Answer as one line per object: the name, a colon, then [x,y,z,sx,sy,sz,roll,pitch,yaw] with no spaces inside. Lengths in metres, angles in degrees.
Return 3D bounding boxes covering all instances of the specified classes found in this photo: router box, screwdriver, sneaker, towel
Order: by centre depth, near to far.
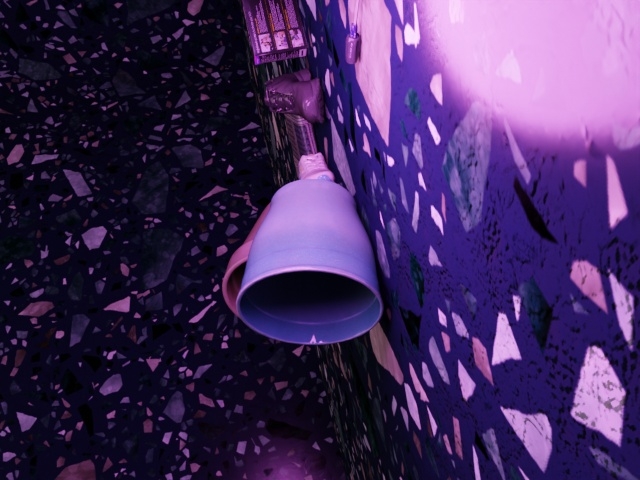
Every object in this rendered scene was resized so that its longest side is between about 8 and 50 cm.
screwdriver: [0.051,-0.336,0.901,0.025,0.024,0.170,41,153,27]
sneaker: [-0.065,-0.334,1.433,0.286,0.130,0.109,-119,20,-66]
router box: [-0.114,-0.531,1.481,0.046,0.133,0.179,111,147,-77]
sneaker: [-0.018,-0.170,1.512,0.228,0.087,0.092,-142,43,-77]
towel: [-0.050,-0.302,1.770,0.324,0.056,0.312,-125,21,-69]

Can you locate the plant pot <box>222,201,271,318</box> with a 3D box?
plant pot: [-0.069,0.038,1.535,0.323,0.322,0.280,85,-174,-46]

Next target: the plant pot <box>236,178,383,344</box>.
plant pot: [-0.017,0.028,1.185,0.272,0.271,0.255,87,-177,-54]
